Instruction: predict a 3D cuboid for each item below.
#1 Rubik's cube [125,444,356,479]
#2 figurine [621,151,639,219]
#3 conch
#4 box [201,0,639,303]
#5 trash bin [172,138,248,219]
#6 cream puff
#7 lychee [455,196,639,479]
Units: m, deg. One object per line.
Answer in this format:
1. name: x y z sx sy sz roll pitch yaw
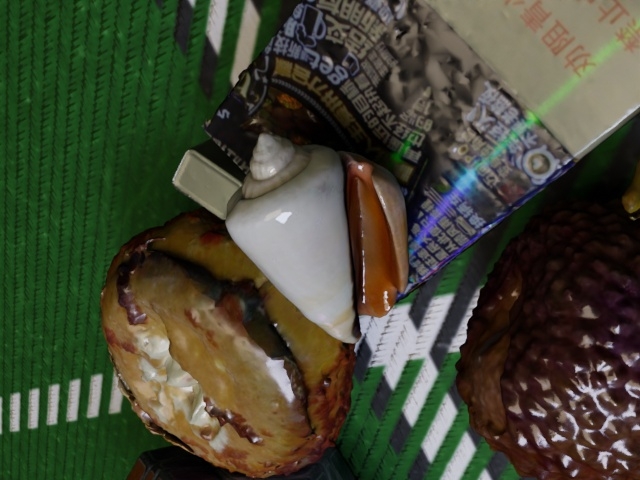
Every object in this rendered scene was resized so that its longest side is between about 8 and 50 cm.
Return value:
1. Rubik's cube: -0.074 0.332 0.761 0.319 0.319 0.264 32 155 9
2. figurine: 0.302 -0.102 0.236 0.401 0.387 0.268 73 171 -56
3. conch: 0.005 0.003 0.529 0.176 0.104 0.094 62 166 -18
4. box: 0.082 -0.111 0.532 0.198 0.084 0.310 46 129 -2
5. trash bin: -0.067 -0.053 0.640 0.061 0.092 0.043 35 113 7
6. cream puff: -0.069 0.078 0.680 0.240 0.164 0.240 27 136 29
7. lychee: 0.189 0.076 0.528 0.188 0.188 0.188 14 123 22
